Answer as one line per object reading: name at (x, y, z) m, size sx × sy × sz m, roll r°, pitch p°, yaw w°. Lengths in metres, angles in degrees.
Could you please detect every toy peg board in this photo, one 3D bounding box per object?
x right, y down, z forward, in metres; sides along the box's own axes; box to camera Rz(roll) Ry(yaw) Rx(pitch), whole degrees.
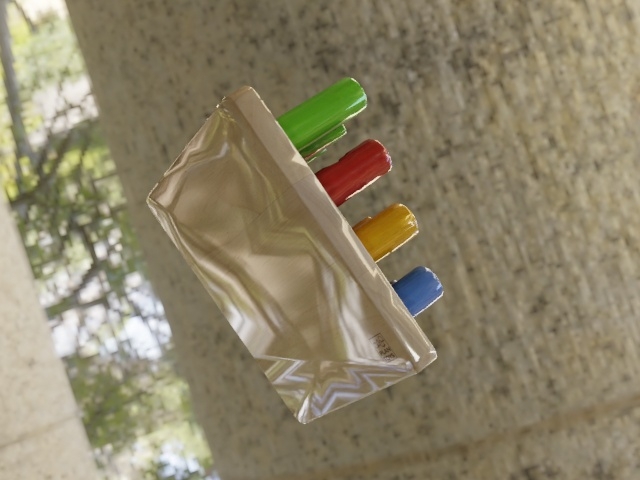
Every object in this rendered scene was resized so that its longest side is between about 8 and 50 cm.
toy peg board at (0.000, 0.000, 0.683) m, size 0.079 × 0.161 × 0.161 m, roll -35°, pitch 179°, yaw -27°
